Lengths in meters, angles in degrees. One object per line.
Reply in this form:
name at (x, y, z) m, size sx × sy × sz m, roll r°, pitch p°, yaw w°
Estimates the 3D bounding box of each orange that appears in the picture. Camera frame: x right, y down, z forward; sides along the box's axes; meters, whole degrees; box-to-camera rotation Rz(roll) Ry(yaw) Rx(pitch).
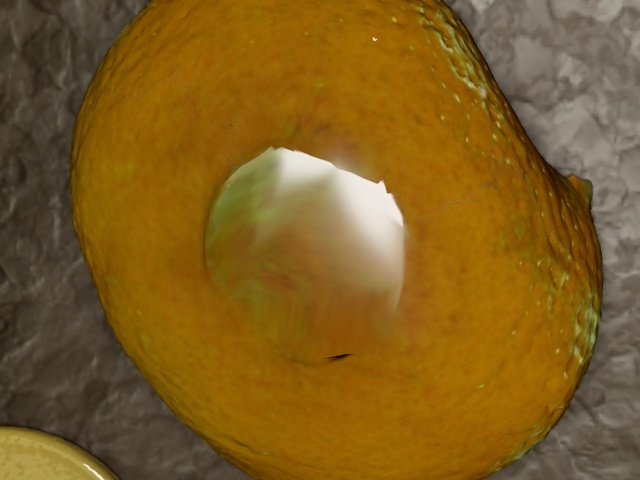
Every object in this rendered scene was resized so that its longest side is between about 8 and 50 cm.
orange at (-0.004, 0.002, 0.949) m, size 0.262 × 0.196 × 0.334 m, roll -25°, pitch 100°, yaw 26°

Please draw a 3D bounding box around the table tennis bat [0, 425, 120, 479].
table tennis bat at (-0.258, 0.219, 1.077) m, size 0.321 × 0.050 × 0.198 m, roll -3°, pitch 96°, yaw 7°
